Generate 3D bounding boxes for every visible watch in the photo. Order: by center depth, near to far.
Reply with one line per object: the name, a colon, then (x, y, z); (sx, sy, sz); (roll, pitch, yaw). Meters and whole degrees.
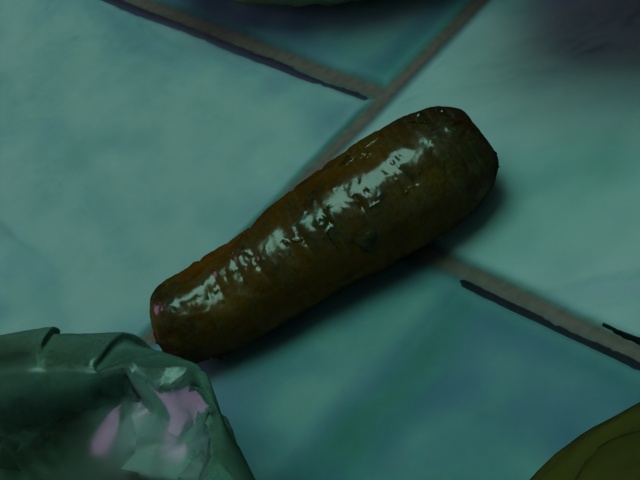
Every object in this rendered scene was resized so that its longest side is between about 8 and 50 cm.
watch: (-0.145, 0.133, 0.781); (0.241, 0.162, 0.253); (-40, 41, -22)

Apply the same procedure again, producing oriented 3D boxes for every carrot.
carrot: (0.000, 0.000, 0.893); (0.186, 0.060, 0.060); (-33, 40, 1)

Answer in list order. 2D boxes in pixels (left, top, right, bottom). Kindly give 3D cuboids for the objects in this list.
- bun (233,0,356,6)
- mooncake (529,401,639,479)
bun: (0.003, -0.256, 1.070); (0.273, 0.168, 0.273); (-19, 47, 22)
mooncake: (0.168, 0.137, 0.610); (0.235, 0.117, 0.235); (-19, 40, 17)
